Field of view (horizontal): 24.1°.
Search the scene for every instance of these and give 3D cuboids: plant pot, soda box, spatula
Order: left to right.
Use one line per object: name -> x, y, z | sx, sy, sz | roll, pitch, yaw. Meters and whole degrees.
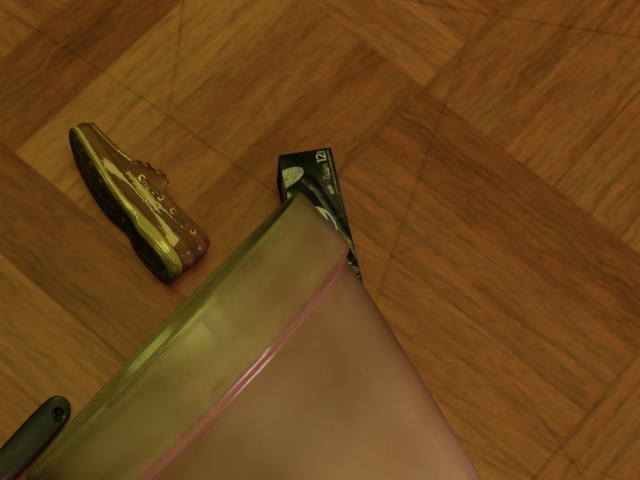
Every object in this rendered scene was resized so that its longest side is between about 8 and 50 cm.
spatula -> -0.319, 0.240, 1.288 | 0.296, 0.030, 0.084 | -45, 118, -27
plant pot -> -0.032, 0.171, 1.233 | 0.280, 0.323, 0.323 | 45, 69, -4
soda box -> 0.000, 0.000, 1.420 | 0.053, 0.060, 0.168 | -10, 67, -8

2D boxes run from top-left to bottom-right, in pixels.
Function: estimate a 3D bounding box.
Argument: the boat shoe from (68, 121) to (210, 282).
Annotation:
boat shoe -> -0.174, -0.043, 1.427 | 0.060, 0.064, 0.178 | -34, 79, -23
